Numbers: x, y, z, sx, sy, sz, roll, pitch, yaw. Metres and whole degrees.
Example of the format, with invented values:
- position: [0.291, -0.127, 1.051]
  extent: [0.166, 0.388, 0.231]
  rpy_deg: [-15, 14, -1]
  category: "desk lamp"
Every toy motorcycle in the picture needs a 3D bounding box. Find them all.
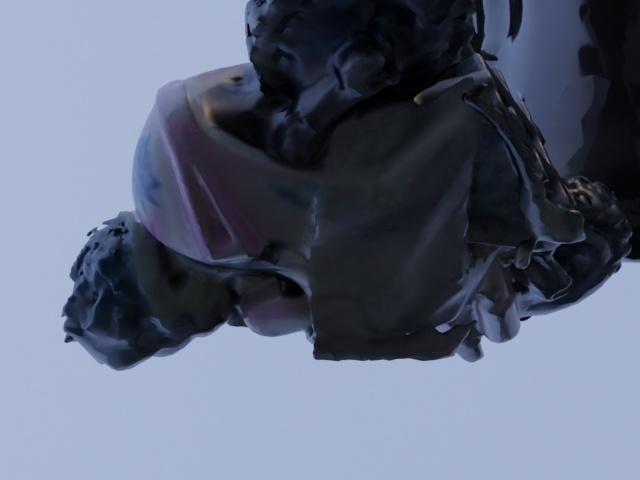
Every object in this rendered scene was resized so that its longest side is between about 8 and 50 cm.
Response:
- position: [-0.001, -0.005, 0.566]
  extent: [0.204, 0.108, 0.239]
  rpy_deg: [-30, -53, 14]
  category: "toy motorcycle"

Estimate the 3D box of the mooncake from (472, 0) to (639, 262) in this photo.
- position: [0.190, -0.118, 0.827]
  extent: [0.350, 0.381, 0.212]
  rpy_deg: [-3, -78, -33]
  category: "mooncake"
